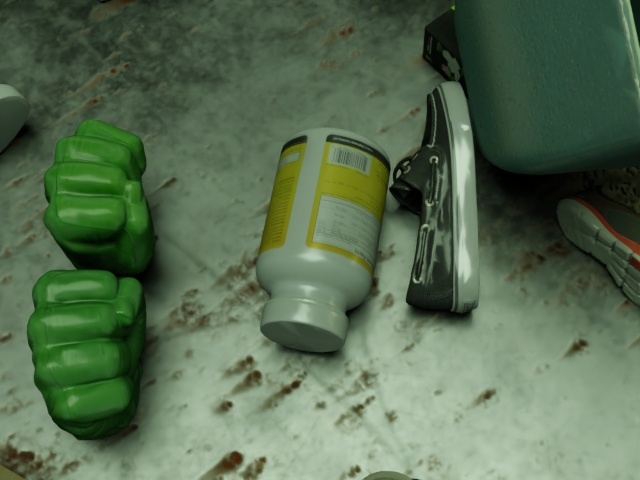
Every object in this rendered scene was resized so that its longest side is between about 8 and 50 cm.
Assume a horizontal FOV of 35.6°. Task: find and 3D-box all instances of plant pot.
[{"bbox_3d":[0.250,-0.169,0.839,0.248,0.252,0.247,-6,81,-28],"label":"plant pot"}]

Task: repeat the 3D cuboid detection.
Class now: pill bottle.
[{"bbox_3d":[0.000,0.000,0.883,0.103,0.103,0.184,8,66,7],"label":"pill bottle"}]

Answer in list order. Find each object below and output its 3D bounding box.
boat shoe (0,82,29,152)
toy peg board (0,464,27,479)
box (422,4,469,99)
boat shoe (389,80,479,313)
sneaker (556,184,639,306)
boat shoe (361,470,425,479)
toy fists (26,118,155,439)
[{"bbox_3d":[-0.407,-0.087,0.953,0.258,0.095,0.084,-34,72,-13],"label":"boat shoe"},{"bbox_3d":[-0.312,0.251,0.809,0.161,0.079,0.161,19,66,29],"label":"toy peg board"},{"bbox_3d":[0.151,-0.188,0.992,0.062,0.052,0.083,-38,70,-14],"label":"box"},{"bbox_3d":[0.101,-0.043,0.917,0.076,0.080,0.228,-1,72,1],"label":"boat shoe"},{"bbox_3d":[0.286,0.005,0.890,0.065,0.061,0.158,-34,68,-19],"label":"sneaker"},{"bbox_3d":[0.033,0.337,0.719,0.112,0.095,0.335,-4,57,46],"label":"boat shoe"},{"bbox_3d":[-0.191,0.031,0.858,0.096,0.142,0.279,-1,65,3],"label":"toy fists"}]
